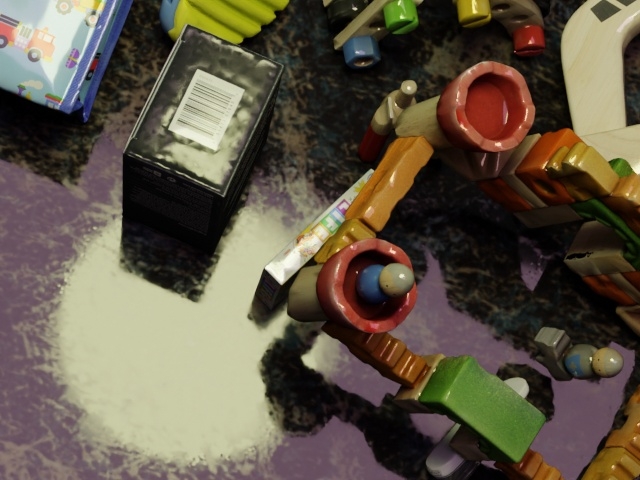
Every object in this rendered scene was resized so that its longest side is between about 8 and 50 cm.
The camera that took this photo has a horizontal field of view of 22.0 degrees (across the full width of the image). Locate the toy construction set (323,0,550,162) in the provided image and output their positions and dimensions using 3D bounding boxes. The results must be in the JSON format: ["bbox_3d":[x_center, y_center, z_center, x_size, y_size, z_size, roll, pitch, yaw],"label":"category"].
[{"bbox_3d":[0.127,-0.248,1.710,0.257,0.237,0.309,20,73,-2],"label":"toy construction set"}]

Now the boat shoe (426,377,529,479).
[{"bbox_3d":[0.165,0.198,1.687,0.142,0.049,0.040,-42,116,-19],"label":"boat shoe"}]

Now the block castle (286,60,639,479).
[{"bbox_3d":[0.223,0.073,1.574,0.453,0.213,0.303,40,70,-16],"label":"block castle"}]

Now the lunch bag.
[{"bbox_3d":[-0.293,-0.299,1.680,0.221,0.138,0.293,22,90,-1],"label":"lunch bag"}]

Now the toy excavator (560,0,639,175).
[{"bbox_3d":[0.367,-0.308,1.781,0.445,0.222,0.433,-36,66,3],"label":"toy excavator"}]

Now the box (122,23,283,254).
[{"bbox_3d":[-0.121,-0.096,1.646,0.108,0.207,0.153,24,71,0],"label":"box"}]

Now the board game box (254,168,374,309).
[{"bbox_3d":[0.000,0.000,1.688,0.154,0.103,0.026,-43,83,-16],"label":"board game box"}]

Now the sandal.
[{"bbox_3d":[-0.078,-0.345,1.789,0.138,0.126,0.317,25,76,39],"label":"sandal"}]
